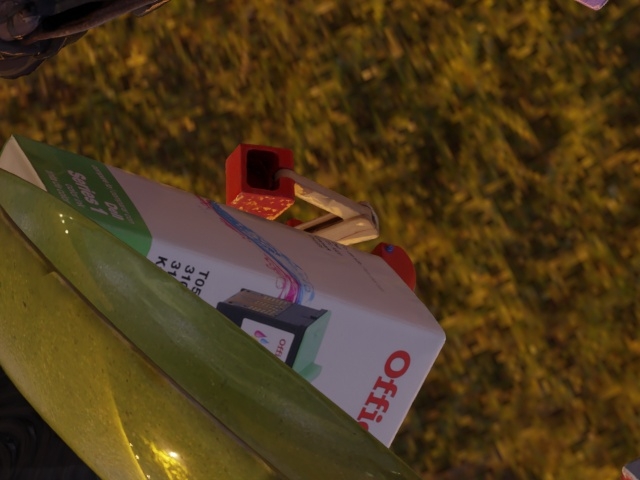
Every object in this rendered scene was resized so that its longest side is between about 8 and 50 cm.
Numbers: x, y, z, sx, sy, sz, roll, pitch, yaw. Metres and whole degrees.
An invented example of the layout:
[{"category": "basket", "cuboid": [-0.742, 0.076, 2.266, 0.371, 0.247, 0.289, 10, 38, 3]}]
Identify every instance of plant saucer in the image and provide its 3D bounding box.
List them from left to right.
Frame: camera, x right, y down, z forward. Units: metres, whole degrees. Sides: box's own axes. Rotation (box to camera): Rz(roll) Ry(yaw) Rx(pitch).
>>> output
[{"category": "plant saucer", "cuboid": [-0.015, 0.067, 0.568, 0.037, 0.241, 0.241, -50, 127, 2]}]

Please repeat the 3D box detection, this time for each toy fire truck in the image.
[{"category": "toy fire truck", "cuboid": [0.000, 0.000, 1.499, 0.192, 0.047, 0.135, 14, 140, -23]}]

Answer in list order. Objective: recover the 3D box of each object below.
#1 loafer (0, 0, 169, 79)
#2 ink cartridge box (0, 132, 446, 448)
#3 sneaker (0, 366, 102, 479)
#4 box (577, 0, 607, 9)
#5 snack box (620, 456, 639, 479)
[{"category": "loafer", "cuboid": [-0.127, -0.091, 0.640, 0.302, 0.109, 0.095, -8, 121, 8]}, {"category": "ink cartridge box", "cuboid": [-0.093, 0.082, 1.191, 0.278, 0.117, 0.201, 19, 106, -30]}, {"category": "sneaker", "cuboid": [-0.263, 0.018, 0.761, 0.447, 0.257, 0.169, 9, 118, -11]}, {"category": "box", "cuboid": [0.104, -0.297, 1.347, 0.243, 0.213, 0.117, 17, 121, -43]}, {"category": "snack box", "cuboid": [0.127, 0.158, 0.428, 0.070, 0.174, 0.207, -24, 142, -25]}]
